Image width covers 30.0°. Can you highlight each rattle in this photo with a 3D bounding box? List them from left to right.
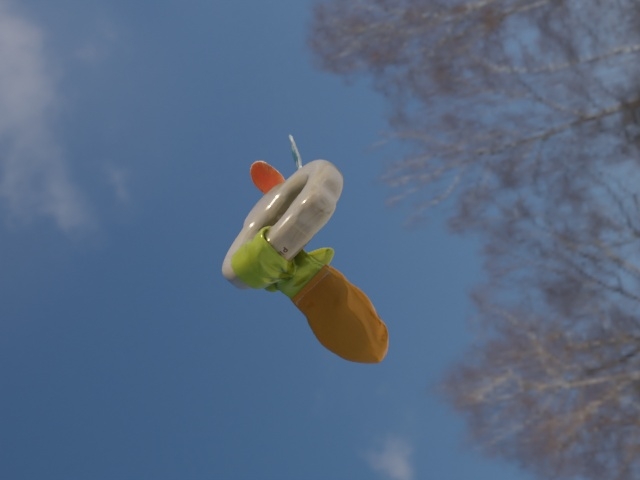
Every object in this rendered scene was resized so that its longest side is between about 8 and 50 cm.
[{"bbox_3d":[0.000,0.000,0.993,0.143,0.130,0.199,25,-172,-9],"label":"rattle"}]
